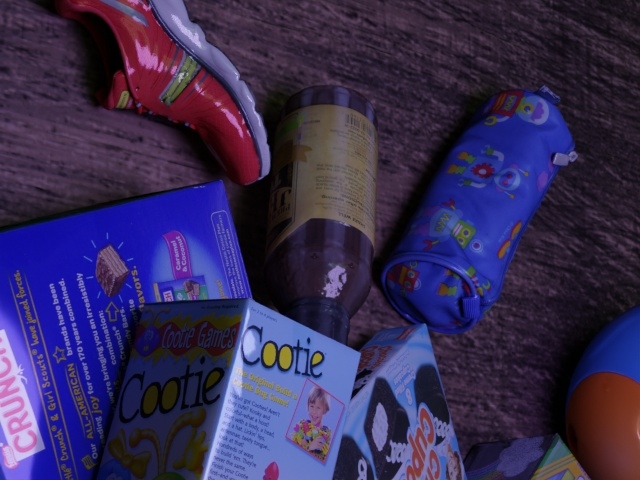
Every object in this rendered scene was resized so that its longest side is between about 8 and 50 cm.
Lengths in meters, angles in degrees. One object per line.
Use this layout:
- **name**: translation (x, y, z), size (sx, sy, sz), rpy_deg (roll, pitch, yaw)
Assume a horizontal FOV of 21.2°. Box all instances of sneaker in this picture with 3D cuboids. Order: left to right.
- **sneaker**: translation (-0.159, -0.154, 1.673), size (0.118, 0.107, 0.279), rpy_deg (-43, 107, -20)

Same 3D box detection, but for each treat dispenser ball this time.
- **treat dispenser ball**: translation (0.424, 0.204, 1.960), size (0.288, 0.288, 0.288), rpy_deg (12, 72, -40)

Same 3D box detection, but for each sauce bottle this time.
- **sauce bottle**: translation (0.000, 0.000, 1.691), size (0.111, 0.111, 0.344), rpy_deg (34, 41, -31)

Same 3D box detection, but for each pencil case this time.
- **pencil case**: translation (0.184, -0.037, 1.912), size (0.306, 0.133, 0.119), rpy_deg (-57, 150, -34)

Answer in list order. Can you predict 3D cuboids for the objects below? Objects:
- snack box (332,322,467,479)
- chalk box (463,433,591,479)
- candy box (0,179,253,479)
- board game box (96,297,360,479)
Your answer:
- **snack box**: translation (0.052, 0.224, 1.690), size (0.322, 0.060, 0.187), rpy_deg (-39, 117, -61)
- **chalk box**: translation (0.196, 0.330, 1.831), size (0.132, 0.132, 0.213), rpy_deg (53, 52, -19)
- **candy box**: translation (-0.206, 0.106, 1.529), size (0.317, 0.122, 0.268), rpy_deg (-15, 93, -44)
- **board game box**: translation (-0.090, 0.202, 1.442), size (0.144, 0.142, 0.275), rpy_deg (29, 68, -39)
